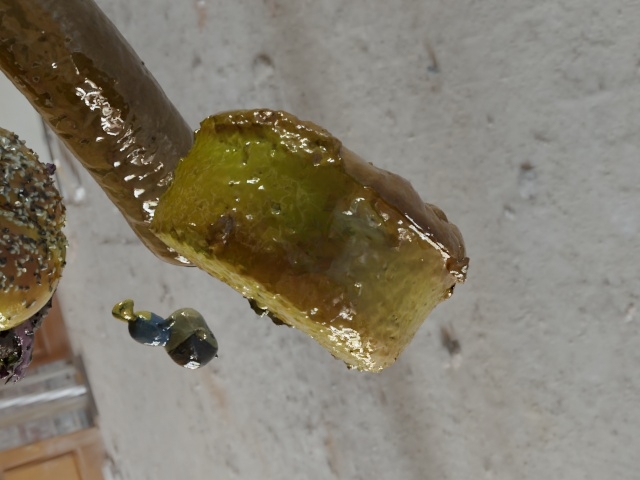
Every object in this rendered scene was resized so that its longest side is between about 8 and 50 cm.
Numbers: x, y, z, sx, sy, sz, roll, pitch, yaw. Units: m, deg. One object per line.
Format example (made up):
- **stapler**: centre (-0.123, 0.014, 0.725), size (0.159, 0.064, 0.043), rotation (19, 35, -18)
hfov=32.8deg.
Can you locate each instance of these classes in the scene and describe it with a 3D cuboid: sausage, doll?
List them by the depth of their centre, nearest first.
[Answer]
- **sausage**: centre (-0.236, -0.149, 1.166), size (0.136, 0.123, 0.501), rotation (24, 156, 48)
- **doll**: centre (-0.234, 0.138, 1.692), size (0.179, 0.089, 0.102), rotation (33, 159, -16)

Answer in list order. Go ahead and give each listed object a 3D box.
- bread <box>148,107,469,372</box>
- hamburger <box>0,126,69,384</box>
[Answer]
- **bread**: centre (-0.002, -0.005, 0.884), size (0.260, 0.160, 0.147), rotation (37, 174, -9)
- **hamburger**: centre (-0.213, 0.001, 0.605), size (0.093, 0.164, 0.190), rotation (-34, 34, 39)
